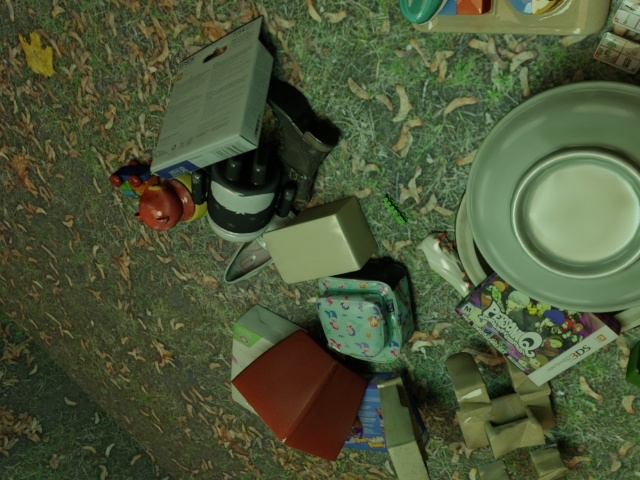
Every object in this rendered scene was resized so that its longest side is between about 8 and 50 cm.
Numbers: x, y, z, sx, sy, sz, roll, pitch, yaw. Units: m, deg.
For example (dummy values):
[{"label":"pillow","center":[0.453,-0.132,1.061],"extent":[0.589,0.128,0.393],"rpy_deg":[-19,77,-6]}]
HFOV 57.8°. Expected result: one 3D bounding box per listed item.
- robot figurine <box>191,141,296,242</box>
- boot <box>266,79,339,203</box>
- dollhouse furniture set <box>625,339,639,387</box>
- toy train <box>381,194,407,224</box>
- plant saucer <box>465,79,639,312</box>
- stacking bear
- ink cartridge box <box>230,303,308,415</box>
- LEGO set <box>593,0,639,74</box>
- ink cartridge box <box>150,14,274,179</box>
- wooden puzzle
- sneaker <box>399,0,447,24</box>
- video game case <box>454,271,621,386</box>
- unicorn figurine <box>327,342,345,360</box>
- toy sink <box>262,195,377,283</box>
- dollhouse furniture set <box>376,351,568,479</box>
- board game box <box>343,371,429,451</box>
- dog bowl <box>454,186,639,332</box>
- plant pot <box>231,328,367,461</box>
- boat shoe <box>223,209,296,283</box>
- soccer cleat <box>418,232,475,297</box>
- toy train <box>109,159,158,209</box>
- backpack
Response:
[{"label":"robot figurine","center":[-0.192,-0.120,1.431],"extent":[0.209,0.173,0.278],"rpy_deg":[39,142,17]},{"label":"boot","center":[-0.087,-0.234,1.418],"extent":[0.263,0.091,0.229],"rpy_deg":[47,139,9]},{"label":"dollhouse furniture set","center":[0.675,0.279,1.053],"extent":[0.151,0.301,0.198],"rpy_deg":[31,133,12]},{"label":"toy train","center":[0.175,-0.072,1.380],"extent":[0.083,0.017,0.023],"rpy_deg":[52,143,-3]},{"label":"plant saucer","center":[0.427,-0.051,0.943],"extent":[0.400,0.100,0.401],"rpy_deg":[10,114,24]},{"label":"stacking bear","center":[-0.357,-0.124,1.531],"extent":[0.175,0.289,0.164],"rpy_deg":[16,125,26]},{"label":"ink cartridge box","center":[-0.168,0.400,1.838],"extent":[0.207,0.119,0.354],"rpy_deg":[25,128,22]},{"label":"LEGO set","center":[0.597,-0.332,0.924],"extent":[0.244,0.060,0.182],"rpy_deg":[31,142,18]},{"label":"ink cartridge box","center":[-0.253,-0.331,1.384],"extent":[0.324,0.330,0.071],"rpy_deg":[-11,150,39]},{"label":"wooden puzzle","center":[0.309,-0.511,0.974],"extent":[0.347,0.080,0.322],"rpy_deg":[12,123,29]},{"label":"sneaker","center":[0.179,-0.498,0.962],"extent":[0.107,0.110,0.275],"rpy_deg":[30,132,22]},{"label":"video game case","center":[0.414,0.151,1.131],"extent":[0.232,0.042,0.210],"rpy_deg":[43,131,6]},{"label":"unicorn figurine","center":[0.053,0.241,1.607],"extent":[0.111,0.162,0.060],"rpy_deg":[28,130,-18]},{"label":"toy sink","center":[0.000,0.000,1.469],"extent":[0.234,0.131,0.153],"rpy_deg":[-15,108,35]},{"label":"dollhouse furniture set","center":[0.362,0.439,1.438],"extent":[0.394,0.256,0.362],"rpy_deg":[-18,110,6]},{"label":"board game box","center":[0.122,0.510,1.732],"extent":[0.347,0.078,0.233],"rpy_deg":[-9,111,38]},{"label":"dog bowl","center":[0.476,-0.021,1.113],"extent":[0.407,0.150,0.408],"rpy_deg":[17,125,26]},{"label":"plant pot","center":[-0.032,0.407,1.598],"extent":[0.267,0.236,0.267],"rpy_deg":[36,177,42]},{"label":"boat shoe","center":[-0.166,0.022,1.615],"extent":[0.118,0.103,0.320],"rpy_deg":[50,132,-2]},{"label":"soccer cleat","center":[0.306,0.069,1.347],"extent":[0.196,0.068,0.076],"rpy_deg":[54,138,4]},{"label":"toy train","center":[-0.507,-0.158,1.751],"extent":[0.248,0.105,0.143],"rpy_deg":[5,130,32]},{"label":"backpack","center":[0.119,0.193,1.477],"extent":[0.225,0.191,0.254],"rpy_deg":[3,123,33]}]
